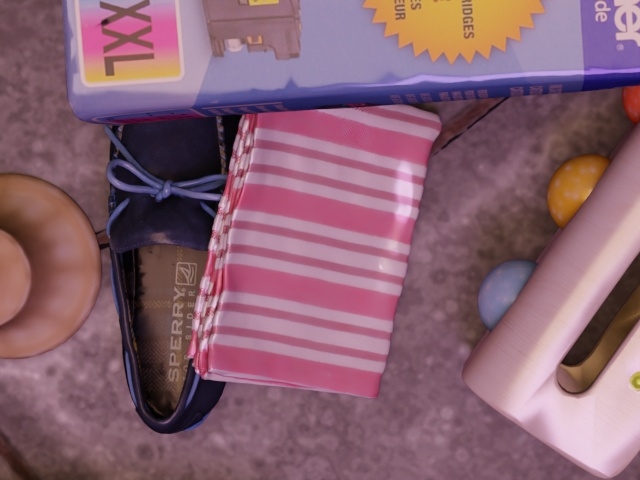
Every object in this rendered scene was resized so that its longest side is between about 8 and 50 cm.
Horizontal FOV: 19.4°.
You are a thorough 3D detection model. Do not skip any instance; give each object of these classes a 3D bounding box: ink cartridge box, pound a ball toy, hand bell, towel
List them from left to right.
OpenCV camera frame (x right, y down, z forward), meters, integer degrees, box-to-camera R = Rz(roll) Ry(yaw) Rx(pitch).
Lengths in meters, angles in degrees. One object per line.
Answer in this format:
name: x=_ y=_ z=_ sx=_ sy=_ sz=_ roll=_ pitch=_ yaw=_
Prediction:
hand bell: x=-0.220 y=0.025 z=1.143 sx=0.126 sy=0.242 sz=0.126 roll=0 pitch=94 yaw=5
towel: x=0.000 y=0.000 z=1.189 sx=0.144 sy=0.029 sz=0.197 roll=10 pitch=96 yaw=-33
ink cartridge box: x=0.055 y=-0.212 z=1.050 sx=0.395 sy=0.151 sz=0.270 roll=-4 pitch=94 yaw=4
pound a ball toy: x=0.210 y=-0.021 z=1.115 sx=0.136 sy=0.208 sz=0.319 roll=34 pitch=97 yaw=3

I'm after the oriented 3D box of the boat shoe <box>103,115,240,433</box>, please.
boat shoe: x=-0.086 y=-0.003 z=1.205 sx=0.109 sy=0.089 sz=0.258 roll=-7 pitch=93 yaw=6
